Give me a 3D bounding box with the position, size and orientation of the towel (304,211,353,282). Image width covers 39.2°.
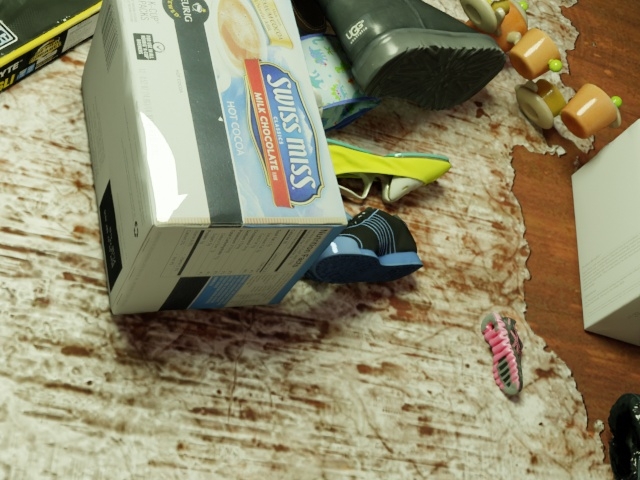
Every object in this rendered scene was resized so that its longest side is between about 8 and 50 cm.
[{"bbox_3d":[0.000,0.000,1.221,0.067,0.029,0.119,35,52,-7],"label":"towel"}]

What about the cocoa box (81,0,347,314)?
[{"bbox_3d":[-0.143,-0.115,1.092,0.227,0.231,0.347,-1,63,-26],"label":"cocoa box"}]

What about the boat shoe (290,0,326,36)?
[{"bbox_3d":[-0.040,-0.404,1.401,0.066,0.066,0.183,-26,84,-25],"label":"boat shoe"}]

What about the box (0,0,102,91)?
[{"bbox_3d":[-0.483,-0.339,1.156,0.322,0.079,0.257,44,55,3],"label":"box"}]

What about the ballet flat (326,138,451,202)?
[{"bbox_3d":[0.080,-0.094,1.298,0.230,0.077,0.077,7,81,-19],"label":"ballet flat"}]

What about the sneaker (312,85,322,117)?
[{"bbox_3d":[-0.047,-0.157,1.216,0.061,0.158,0.065,-12,56,-31],"label":"sneaker"}]

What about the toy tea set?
[{"bbox_3d":[0.361,-0.301,1.456,0.124,0.200,0.336,-39,83,-6],"label":"toy tea set"}]

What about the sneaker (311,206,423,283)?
[{"bbox_3d":[0.051,0.002,1.180,0.232,0.081,0.091,8,56,-57],"label":"sneaker"}]

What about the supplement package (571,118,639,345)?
[{"bbox_3d":[0.517,-0.004,1.381,0.175,0.177,0.293,16,57,-17],"label":"supplement package"}]

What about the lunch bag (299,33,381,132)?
[{"bbox_3d":[-0.002,-0.229,1.313,0.151,0.096,0.129,-24,74,-24],"label":"lunch bag"}]

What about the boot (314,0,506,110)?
[{"bbox_3d":[0.074,-0.424,1.382,0.367,0.146,0.445,-3,57,-57],"label":"boot"}]

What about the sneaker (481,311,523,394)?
[{"bbox_3d":[0.267,0.157,1.255,0.057,0.047,0.119,9,59,-34],"label":"sneaker"}]

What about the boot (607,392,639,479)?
[{"bbox_3d":[0.513,0.232,1.256,0.207,0.094,0.247,12,88,-22],"label":"boot"}]
